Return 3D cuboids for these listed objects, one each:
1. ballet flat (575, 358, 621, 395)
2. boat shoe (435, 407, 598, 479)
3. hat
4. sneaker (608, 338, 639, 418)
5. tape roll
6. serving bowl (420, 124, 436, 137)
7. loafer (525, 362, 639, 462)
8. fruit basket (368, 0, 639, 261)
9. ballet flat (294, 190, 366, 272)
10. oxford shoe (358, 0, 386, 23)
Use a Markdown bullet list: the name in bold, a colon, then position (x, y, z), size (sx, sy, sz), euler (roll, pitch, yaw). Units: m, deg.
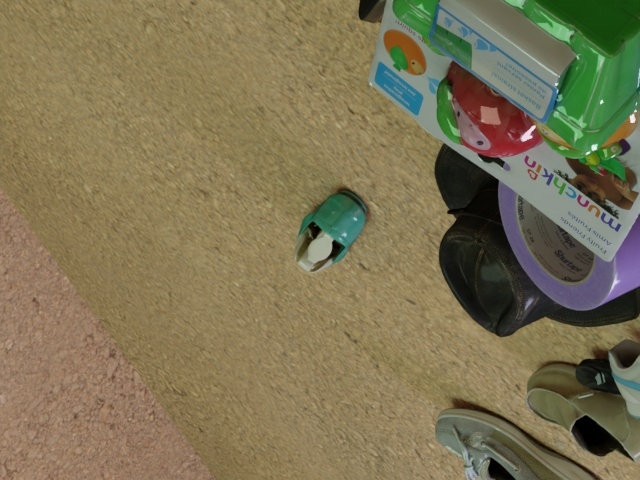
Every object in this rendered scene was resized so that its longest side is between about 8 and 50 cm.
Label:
- **ballet flat**: position (0.410, 0.180, 2.044), size (0.173, 0.049, 0.057), euler (15, 120, 40)
- **boat shoe**: position (0.303, 0.368, 2.495), size (0.320, 0.103, 0.118), euler (29, 156, 29)
- **hat**: position (0.234, 0.033, 1.913), size (0.331, 0.134, 0.331), euler (34, 158, 16)
- **sneaker**: position (0.433, 0.162, 1.888), size (0.228, 0.087, 0.092), euler (-10, 112, 57)
- **tape roll**: position (0.280, -0.026, 1.690), size (0.189, 0.080, 0.189), euler (43, 145, 41)
- **serving bowl**: position (0.141, -0.153, 1.848), size (0.083, 0.027, 0.083), euler (36, 159, 16)
- **loafer**: position (0.363, 0.237, 2.146), size (0.102, 0.092, 0.268), euler (51, 157, -23)
- **fruit basket**: position (0.183, -0.150, 1.489), size (0.327, 0.165, 0.353), euler (39, 148, 13)
- **ballet flat**: position (0.000, 0.000, 2.314), size (0.083, 0.087, 0.247), euler (40, 160, 2)
- **oxford shoe**: position (0.113, -0.278, 1.621), size (0.076, 0.076, 0.212), euler (14, 162, -17)
